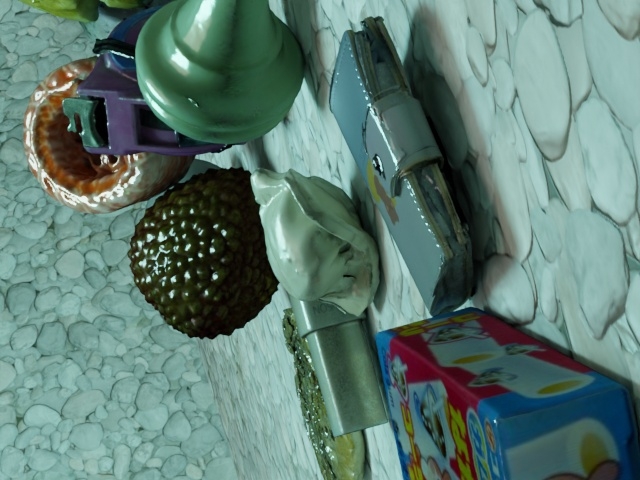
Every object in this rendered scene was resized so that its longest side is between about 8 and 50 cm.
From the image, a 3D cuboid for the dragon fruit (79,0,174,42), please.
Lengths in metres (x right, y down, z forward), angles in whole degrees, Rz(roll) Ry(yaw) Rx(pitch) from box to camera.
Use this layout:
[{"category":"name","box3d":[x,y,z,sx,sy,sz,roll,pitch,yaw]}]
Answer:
[{"category":"dragon fruit","box3d":[-0.277,-0.383,2.195,0.204,0.221,0.283,122,132,-67]}]

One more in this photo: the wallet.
[{"category":"wallet","box3d":[0.073,-0.062,1.186,0.170,0.069,0.231,91,157,-67]}]

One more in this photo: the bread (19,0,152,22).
[{"category":"bread","box3d":[-0.288,-0.497,1.972,0.239,0.264,0.395,127,166,-78]}]

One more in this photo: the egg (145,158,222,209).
[{"category":"egg","box3d":[-0.196,-0.031,2.302,0.176,0.176,0.232,88,170,-46]}]

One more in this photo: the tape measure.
[{"category":"tape measure","box3d":[-0.194,-0.208,1.877,0.231,0.245,0.149,-74,-13,-52]}]

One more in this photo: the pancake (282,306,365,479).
[{"category":"pancake","box3d":[0.001,0.215,1.925,0.282,0.049,0.282,166,90,-80]}]

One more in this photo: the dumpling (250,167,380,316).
[{"category":"dumpling","box3d":[0.000,0.000,1.529,0.199,0.118,0.136,51,159,-15]}]

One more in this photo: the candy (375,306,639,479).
[{"category":"candy","box3d":[0.135,0.155,1.046,0.306,0.100,0.157,-152,50,-74]}]

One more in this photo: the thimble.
[{"category":"thimble","box3d":[-0.304,-0.156,2.064,0.162,0.239,0.239,-25,-74,-58]}]

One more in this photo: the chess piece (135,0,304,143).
[{"category":"chess piece","box3d":[-0.095,-0.265,1.538,0.299,0.194,0.195,108,148,-53]}]

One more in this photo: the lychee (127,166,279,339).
[{"category":"lychee","box3d":[-0.158,0.016,2.060,0.271,0.236,0.236,-60,39,41]}]

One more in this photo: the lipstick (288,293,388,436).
[{"category":"lipstick","box3d":[0.014,0.096,1.641,0.077,0.079,0.253,128,127,-75]}]
